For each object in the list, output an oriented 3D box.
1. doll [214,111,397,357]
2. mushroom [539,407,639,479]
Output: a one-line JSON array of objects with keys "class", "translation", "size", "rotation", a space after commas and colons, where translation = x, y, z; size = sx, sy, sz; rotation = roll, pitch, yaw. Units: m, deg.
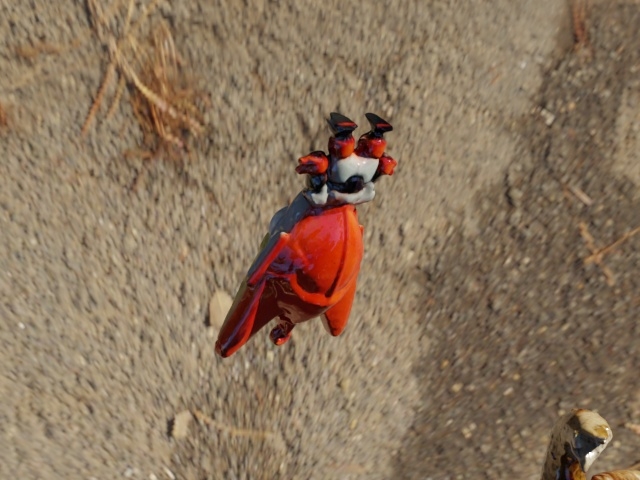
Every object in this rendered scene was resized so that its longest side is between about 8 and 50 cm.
[{"class": "doll", "translation": [0.000, 0.000, 0.856], "size": [0.109, 0.169, 0.057], "rotation": [-7, 43, -43]}, {"class": "mushroom", "translation": [0.133, 0.161, 0.695], "size": [0.135, 0.080, 0.170], "rotation": [-12, 122, -15]}]
